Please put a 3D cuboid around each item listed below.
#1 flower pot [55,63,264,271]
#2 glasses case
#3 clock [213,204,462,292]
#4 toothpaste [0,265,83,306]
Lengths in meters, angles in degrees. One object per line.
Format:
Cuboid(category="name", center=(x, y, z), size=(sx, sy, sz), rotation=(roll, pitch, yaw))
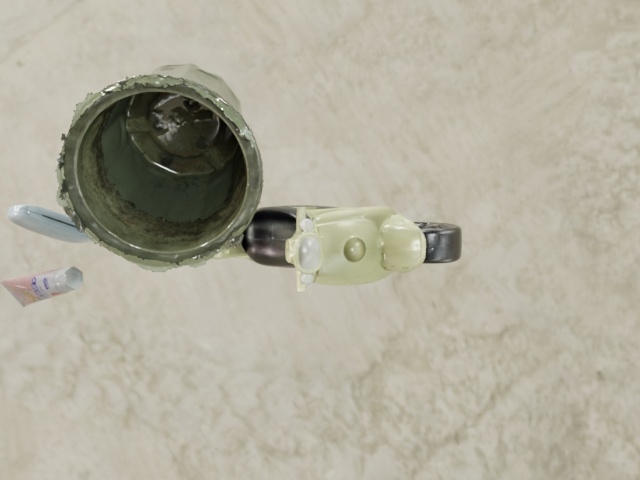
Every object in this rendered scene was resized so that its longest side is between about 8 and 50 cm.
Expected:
Cuboid(category="flower pot", center=(-0.218, -0.137, 1.478), size=(0.290, 0.290, 0.259), rotation=(-13, 26, 7))
Cuboid(category="glasses case", center=(-0.528, -0.032, 2.004), size=(0.067, 0.178, 0.045), rotation=(-11, 65, 43))
Cuboid(category="clock", center=(0.000, 0.000, 1.549), size=(0.379, 0.276, 0.120), rotation=(4, 99, 46))
Cuboid(category="toothpaste", center=(-0.484, 0.079, 1.766), size=(0.194, 0.067, 0.043), rotation=(-14, 34, 41))
